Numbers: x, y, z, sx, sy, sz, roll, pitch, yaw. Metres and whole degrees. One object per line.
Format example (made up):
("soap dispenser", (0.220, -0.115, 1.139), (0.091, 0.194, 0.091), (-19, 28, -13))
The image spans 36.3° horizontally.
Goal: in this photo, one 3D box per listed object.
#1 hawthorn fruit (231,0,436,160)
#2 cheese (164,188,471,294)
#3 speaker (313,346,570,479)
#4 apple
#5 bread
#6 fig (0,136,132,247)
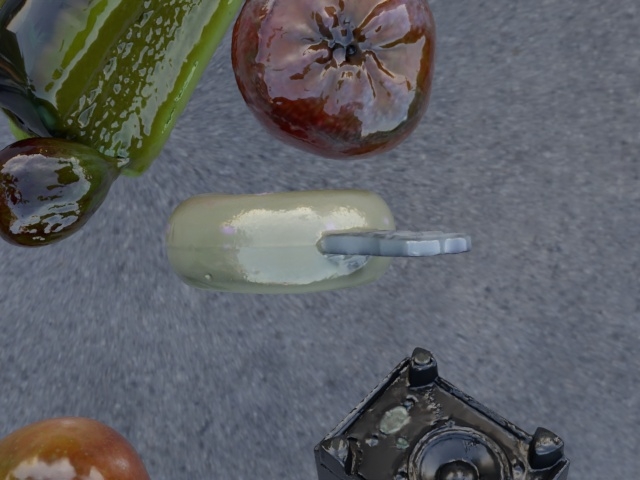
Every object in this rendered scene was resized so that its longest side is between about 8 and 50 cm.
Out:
("hawthorn fruit", (0.012, -0.146, 0.776), (0.173, 0.173, 0.173), (-1, 97, -11))
("cheese", (-0.016, 0.001, 0.653), (0.163, 0.249, 0.071), (-3, 93, -14))
("speaker", (0.136, 0.297, 1.113), (0.184, 0.232, 0.254), (-43, 148, -27))
("apple", (-0.283, 0.299, 1.057), (0.235, 0.173, 0.210), (-30, 91, 32))
("bread", (-0.233, -0.262, 1.096), (0.251, 0.208, 0.376), (38, 75, -52))
("fig", (-0.261, -0.056, 0.985), (0.154, 0.109, 0.103), (-17, 66, -36))
